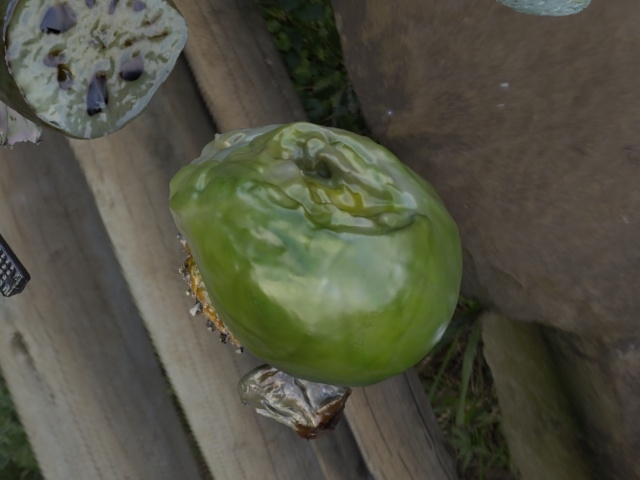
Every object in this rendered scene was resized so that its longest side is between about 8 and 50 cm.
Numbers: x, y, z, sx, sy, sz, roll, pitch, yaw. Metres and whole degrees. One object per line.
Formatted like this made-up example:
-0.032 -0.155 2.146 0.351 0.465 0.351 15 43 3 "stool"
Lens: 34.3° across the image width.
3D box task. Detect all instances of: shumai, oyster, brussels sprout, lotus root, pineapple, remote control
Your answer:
-0.018 0.235 1.550 0.201 0.201 0.120 -19 73 6 "shumai"
-0.454 -0.194 1.522 0.072 0.209 0.133 28 117 5 "oyster"
0.000 0.000 1.115 0.268 0.344 0.344 -38 93 -11 "brussels sprout"
-0.319 -0.275 1.230 0.250 0.346 0.250 -11 116 -24 "lotus root"
-0.139 0.030 1.542 0.161 0.158 0.334 19 56 -6 "pineapple"
-0.498 -0.028 1.484 0.245 0.025 0.063 53 128 8 "remote control"

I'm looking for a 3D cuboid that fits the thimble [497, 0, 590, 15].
0.337 -0.472 1.658 0.205 0.172 0.250 -45 60 26 "thimble"
